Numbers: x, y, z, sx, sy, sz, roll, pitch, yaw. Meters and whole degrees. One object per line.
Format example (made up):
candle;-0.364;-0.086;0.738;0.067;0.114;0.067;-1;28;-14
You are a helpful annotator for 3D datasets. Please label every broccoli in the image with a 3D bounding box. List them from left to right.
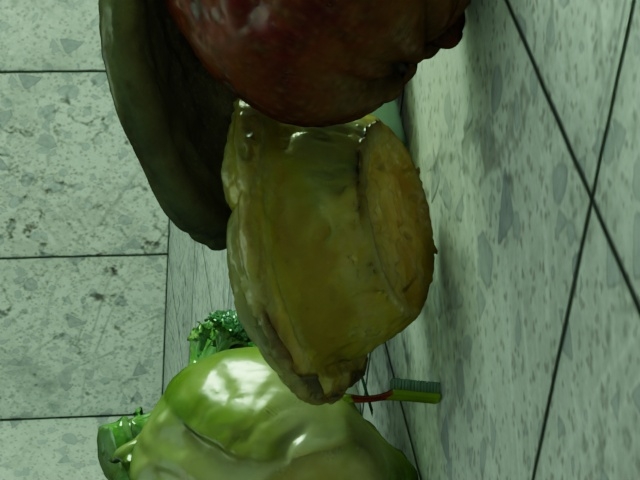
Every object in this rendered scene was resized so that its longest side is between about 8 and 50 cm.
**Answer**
broccoli;-0.121;0.200;2.102;0.269;0.269;0.254;-110;16;-63

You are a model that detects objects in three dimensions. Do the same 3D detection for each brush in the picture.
brush;0.058;0.126;1.555;0.019;0.083;0.021;115;154;-71

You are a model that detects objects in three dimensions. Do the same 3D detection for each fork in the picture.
fork;0.039;0.111;1.875;0.235;0.021;0.039;-110;17;-59

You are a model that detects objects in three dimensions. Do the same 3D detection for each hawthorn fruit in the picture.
hawthorn fruit;-0.003;-0.217;1.386;0.261;0.258;0.258;62;178;-16

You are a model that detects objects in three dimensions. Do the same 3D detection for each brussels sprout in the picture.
brussels sprout;-0.044;0.221;1.669;0.227;0.259;0.294;-61;13;-9

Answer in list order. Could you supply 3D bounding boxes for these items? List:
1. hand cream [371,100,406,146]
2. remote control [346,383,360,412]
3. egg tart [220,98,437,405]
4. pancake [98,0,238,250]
hand cream;0.054;-0.181;1.691;0.079;0.050;0.275;-21;64;51
remote control;0.014;0.136;2.023;0.245;0.022;0.077;-104;18;-54
egg tart;0.010;-0.006;1.501;0.288;0.118;0.288;-9;-90;-68
pancake;-0.090;-0.132;1.529;0.294;0.049;0.294;-9;-90;-68
